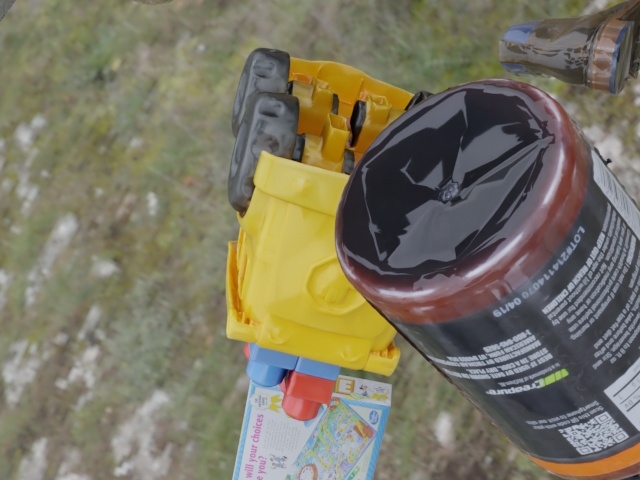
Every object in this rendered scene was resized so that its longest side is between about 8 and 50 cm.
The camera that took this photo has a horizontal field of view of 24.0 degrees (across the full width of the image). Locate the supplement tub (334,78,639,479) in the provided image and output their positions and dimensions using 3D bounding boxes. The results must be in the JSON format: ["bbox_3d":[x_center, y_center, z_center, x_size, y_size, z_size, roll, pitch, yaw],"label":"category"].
[{"bbox_3d":[0.097,0.030,0.615,0.106,0.198,0.106,-23,44,24],"label":"supplement tub"}]

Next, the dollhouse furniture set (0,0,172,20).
[{"bbox_3d":[-0.184,-0.047,0.443,0.256,0.394,0.362,27,71,21],"label":"dollhouse furniture set"}]

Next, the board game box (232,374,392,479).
[{"bbox_3d":[-0.011,0.164,1.124,0.026,0.103,0.154,-82,3,-56],"label":"board game box"}]

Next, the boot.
[{"bbox_3d":[0.233,-0.183,1.347,0.106,0.219,0.082,10,107,18],"label":"boot"}]

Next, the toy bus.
[{"bbox_3d":[0.000,0.000,0.993,0.220,0.149,0.211,-100,25,-64],"label":"toy bus"}]
